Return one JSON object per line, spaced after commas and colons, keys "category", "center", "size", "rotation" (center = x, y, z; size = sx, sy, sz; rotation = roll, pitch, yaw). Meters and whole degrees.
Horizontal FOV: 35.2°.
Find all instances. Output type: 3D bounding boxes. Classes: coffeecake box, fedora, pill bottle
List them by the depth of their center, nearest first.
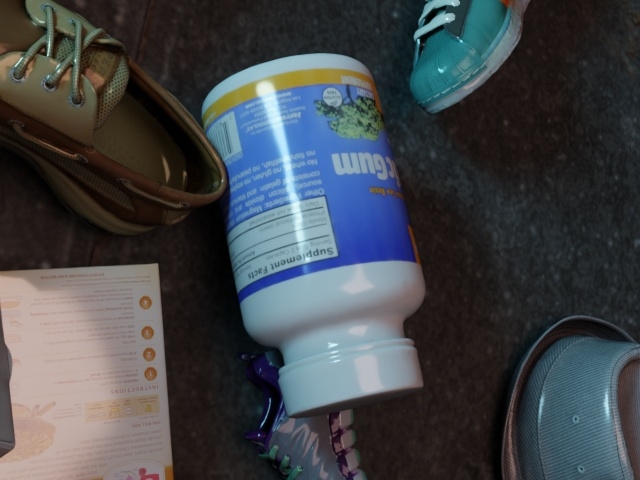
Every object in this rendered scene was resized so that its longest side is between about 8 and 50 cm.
{"category": "coffeecake box", "center": [-0.194, 0.114, 0.769], "size": [0.142, 0.068, 0.185], "rotation": [-2, 85, -32]}
{"category": "pill bottle", "center": [0.000, 0.000, 0.826], "size": [0.152, 0.152, 0.272], "rotation": [-5, 74, -32]}
{"category": "fedora", "center": [0.308, 0.214, 1.038], "size": [0.244, 0.124, 0.275], "rotation": [6, 81, -31]}

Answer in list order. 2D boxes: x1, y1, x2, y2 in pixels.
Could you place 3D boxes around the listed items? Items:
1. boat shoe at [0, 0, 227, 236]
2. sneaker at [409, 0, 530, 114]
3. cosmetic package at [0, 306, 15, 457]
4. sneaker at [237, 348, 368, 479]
{"category": "boat shoe", "center": [-0.186, -0.116, 0.718], "size": [0.324, 0.120, 0.122], "rotation": [39, 55, -45]}
{"category": "sneaker", "center": [0.144, -0.258, 1.011], "size": [0.121, 0.108, 0.302], "rotation": [42, 57, -20]}
{"category": "cosmetic package", "center": [-0.305, 0.068, 0.582], "size": [0.238, 0.107, 0.127], "rotation": [30, 34, -46]}
{"category": "sneaker", "center": [-0.016, 0.199, 0.874], "size": [0.098, 0.083, 0.223], "rotation": [-5, 76, -22]}
